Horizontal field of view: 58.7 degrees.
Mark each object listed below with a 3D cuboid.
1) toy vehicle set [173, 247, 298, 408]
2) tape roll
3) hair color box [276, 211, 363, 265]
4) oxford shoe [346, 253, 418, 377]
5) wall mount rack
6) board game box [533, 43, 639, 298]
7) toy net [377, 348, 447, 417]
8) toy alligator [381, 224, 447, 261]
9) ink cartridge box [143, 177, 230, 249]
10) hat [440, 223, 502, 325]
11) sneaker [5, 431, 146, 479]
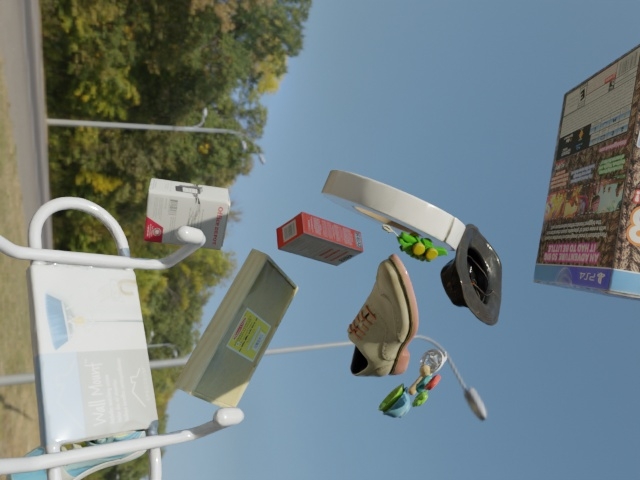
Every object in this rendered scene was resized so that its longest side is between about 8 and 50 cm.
[{"bbox_3d":[-0.140,0.165,1.026,0.267,0.035,0.166,-62,152,-17],"label":"toy vehicle set"},{"bbox_3d":[0.190,-0.078,1.507,0.072,0.392,0.392,-67,-155,-1],"label":"tape roll"},{"bbox_3d":[0.000,0.000,0.989,0.072,0.141,0.043,-30,-126,38],"label":"hair color box"},{"bbox_3d":[0.144,0.208,1.398,0.140,0.146,0.397,-118,-159,-51],"label":"oxford shoe"},{"bbox_3d":[-0.223,0.084,0.508,0.130,0.304,0.350,-30,-114,33],"label":"wall mount rack"},{"bbox_3d":[0.405,-0.070,0.733,0.232,0.141,0.291,34,66,-89],"label":"board game box"},{"bbox_3d":[0.206,0.273,1.159,0.045,0.232,0.122,44,-50,8],"label":"toy net"},{"bbox_3d":[0.214,0.014,1.349,0.051,0.189,0.056,-60,-157,25],"label":"toy alligator"},{"bbox_3d":[-0.257,-0.050,1.101,0.063,0.150,0.109,-108,-151,-58],"label":"ink cartridge box"},{"bbox_3d":[0.469,0.120,1.838,0.134,0.331,0.331,-20,-109,39],"label":"hat"},{"bbox_3d":[-0.548,0.451,1.281,0.127,0.319,0.208,56,-32,30],"label":"sneaker"}]
